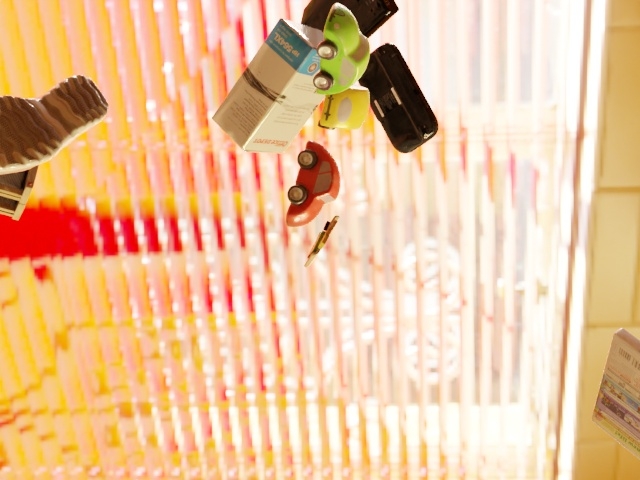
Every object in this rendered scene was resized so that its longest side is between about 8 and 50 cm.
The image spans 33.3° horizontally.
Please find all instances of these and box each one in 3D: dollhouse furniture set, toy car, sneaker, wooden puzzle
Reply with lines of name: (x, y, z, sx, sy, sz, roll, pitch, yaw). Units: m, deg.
dollhouse furniture set: (-0.524, -0.155, 1.745, 0.129, 0.129, 0.184, -42, 37, 55)
toy car: (0.020, -0.154, 1.175, 0.225, 0.053, 0.239, 98, -172, -48)
sneaker: (-0.405, -0.137, 1.467, 0.105, 0.115, 0.281, 56, -147, 0)
wooden puzzle: (0.000, 0.000, 1.540, 0.078, 0.014, 0.116, -60, 1, -28)

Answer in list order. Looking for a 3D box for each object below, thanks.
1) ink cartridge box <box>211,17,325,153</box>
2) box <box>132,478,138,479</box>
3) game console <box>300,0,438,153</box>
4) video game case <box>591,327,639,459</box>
ink cartridge box: (-0.063, -0.246, 1.741, 0.203, 0.086, 0.148, -51, -19, 18)
box: (-0.368, 0.482, 1.887, 0.101, 0.102, 0.087, 31, -145, -76)
game console: (0.093, -0.325, 1.995, 0.044, 0.213, 0.361, -16, -104, -46)
video game case: (0.470, 0.246, 1.457, 0.212, 0.023, 0.193, 40, 146, 35)
